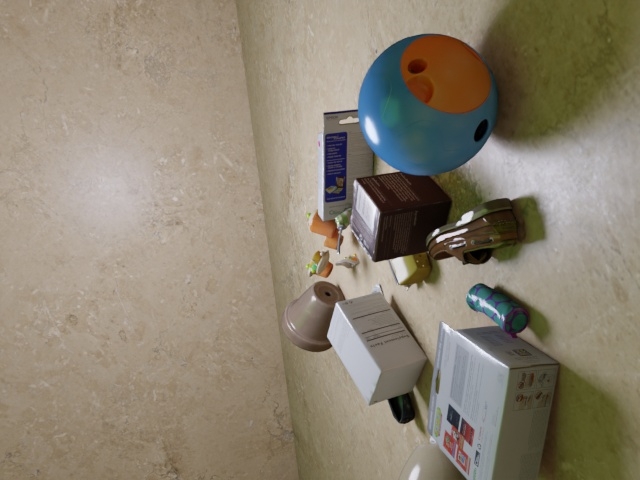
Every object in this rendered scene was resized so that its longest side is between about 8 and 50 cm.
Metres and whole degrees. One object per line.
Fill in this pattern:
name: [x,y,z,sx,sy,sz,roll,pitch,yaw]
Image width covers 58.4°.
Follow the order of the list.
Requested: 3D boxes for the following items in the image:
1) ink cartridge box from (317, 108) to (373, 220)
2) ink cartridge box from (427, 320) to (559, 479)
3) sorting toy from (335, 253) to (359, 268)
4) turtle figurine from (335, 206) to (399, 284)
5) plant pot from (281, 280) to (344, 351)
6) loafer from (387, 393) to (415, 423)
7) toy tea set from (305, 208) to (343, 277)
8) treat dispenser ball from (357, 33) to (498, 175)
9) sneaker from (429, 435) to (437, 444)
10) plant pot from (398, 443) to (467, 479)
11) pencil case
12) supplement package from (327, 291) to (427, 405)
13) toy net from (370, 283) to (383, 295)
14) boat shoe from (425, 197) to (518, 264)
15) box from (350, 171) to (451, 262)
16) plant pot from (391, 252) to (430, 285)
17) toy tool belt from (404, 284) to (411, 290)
ink cartridge box: [0.081,-0.248,1.855,0.069,0.175,0.371,-124,29,-54]
ink cartridge box: [0.370,0.361,1.288,0.272,0.130,0.310,-142,54,-66]
sorting toy: [0.096,0.081,2.167,0.083,0.075,0.045,134,124,-69]
turtle figurine: [0.130,-0.016,1.779,0.266,0.197,0.275,-166,80,-80]
plant pot: [-0.008,0.298,2.409,0.229,0.262,0.263,-62,37,34]
loafer: [0.246,0.492,1.890,0.076,0.078,0.223,-32,66,34]
toy tea set: [0.000,0.000,2.089,0.124,0.200,0.336,26,115,15]
treat dispenser ball: [0.222,-0.281,1.197,0.288,0.288,0.288,170,90,-73]
sneaker: [0.359,0.479,1.530,0.262,0.099,0.121,130,139,-62]
plant pot: [0.322,0.628,1.478,0.284,0.283,0.191,122,152,-65]
pencil case: [0.393,0.153,1.278,0.151,0.064,0.070,-137,56,-64]
supplement package: [0.174,0.339,1.830,0.293,0.175,0.178,56,146,39]
toy net: [0.201,0.269,1.989,0.122,0.045,0.232,-151,53,-69]
boat shoe: [0.333,0.008,1.305,0.307,0.110,0.105,128,131,-68]
box: [0.205,-0.069,1.515,0.168,0.203,0.167,-120,25,-48]
plant pot: [0.265,0.072,1.623,0.083,0.081,0.082,-46,55,55]
toy tool belt: [0.254,0.105,1.717,0.051,0.052,0.083,118,140,-50]
